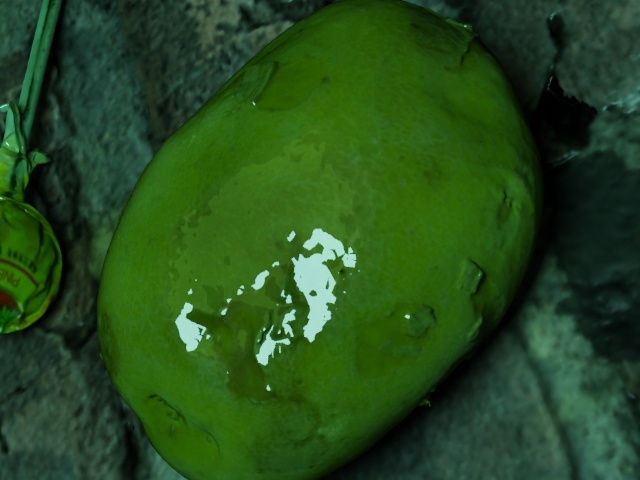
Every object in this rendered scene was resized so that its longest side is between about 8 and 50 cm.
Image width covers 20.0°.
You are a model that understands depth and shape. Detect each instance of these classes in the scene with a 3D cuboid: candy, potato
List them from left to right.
[{"bbox_3d":[-0.176,-0.058,1.059,0.073,0.077,0.262,-32,40,40],"label":"candy"},{"bbox_3d":[0.000,0.000,0.855,0.186,0.148,0.253,12,72,38],"label":"potato"}]
